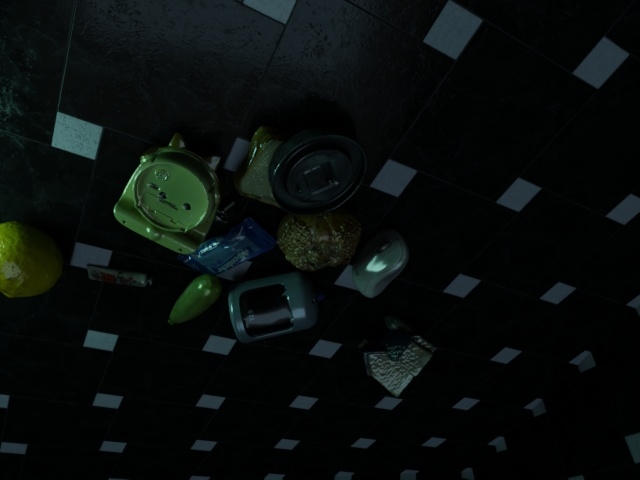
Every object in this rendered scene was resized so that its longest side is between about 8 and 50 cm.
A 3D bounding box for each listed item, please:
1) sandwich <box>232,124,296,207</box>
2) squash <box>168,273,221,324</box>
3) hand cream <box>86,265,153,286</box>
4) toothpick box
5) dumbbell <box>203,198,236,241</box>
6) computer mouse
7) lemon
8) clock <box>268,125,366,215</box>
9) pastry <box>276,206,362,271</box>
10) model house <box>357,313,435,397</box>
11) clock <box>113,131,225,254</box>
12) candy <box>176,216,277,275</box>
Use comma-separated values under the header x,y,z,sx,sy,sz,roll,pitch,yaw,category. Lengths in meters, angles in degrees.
x,y,z,sx,sy,sz,roll,pitch,yaw,category
-0.140,-0.228,1.477,0.226,0.087,0.251,10,131,-33,sandwich
-0.494,0.240,1.826,0.118,0.118,0.370,23,136,-27,squash
-0.746,0.134,1.746,0.234,0.050,0.080,9,134,-9,hand cream
-0.157,0.246,1.827,0.355,0.263,0.263,-12,133,1,toothpick box
-0.380,-0.062,1.597,0.254,0.081,0.081,-36,128,20,dumbbell
0.206,0.086,1.769,0.121,0.184,0.297,5,139,-28,computer mouse
-0.976,0.061,1.516,0.234,0.233,0.288,-21,143,10,lemon
-0.009,-0.208,1.441,0.313,0.061,0.312,-15,140,-13,clock
0.000,0.000,1.664,0.311,0.162,0.255,-5,131,-7,pastry
0.323,0.503,2.154,0.284,0.243,0.298,37,93,-6,model house
-0.447,-0.148,1.441,0.286,0.117,0.348,28,118,-12,clock
-0.335,0.034,1.699,0.331,0.077,0.187,-25,138,16,candy
